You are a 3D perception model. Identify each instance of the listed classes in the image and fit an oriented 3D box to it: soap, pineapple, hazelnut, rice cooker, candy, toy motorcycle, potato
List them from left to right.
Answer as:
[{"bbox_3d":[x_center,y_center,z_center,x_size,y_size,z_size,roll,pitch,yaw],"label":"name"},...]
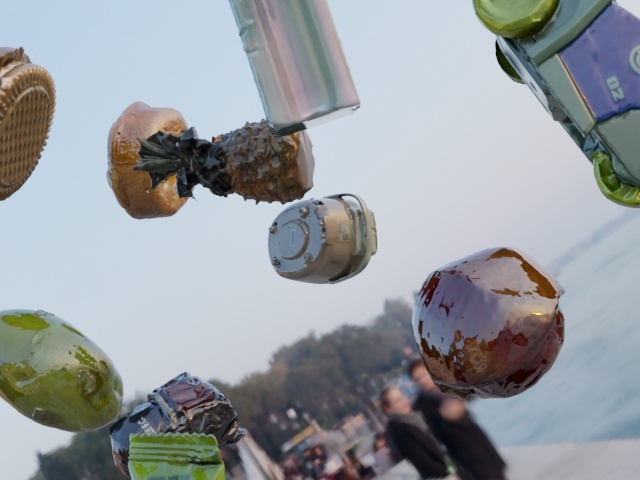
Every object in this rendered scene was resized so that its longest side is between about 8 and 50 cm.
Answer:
[{"bbox_3d":[-0.403,0.191,1.472,0.148,0.253,0.186,-60,-9,-3],"label":"potato"},{"bbox_3d":[-0.141,0.328,1.070,0.149,0.246,0.069,-12,-4,30],"label":"candy"},{"bbox_3d":[-0.136,-0.110,1.403,0.248,0.128,0.128,-1,-3,12],"label":"pineapple"},{"bbox_3d":[-0.061,-0.306,1.197,0.115,0.347,0.208,-19,3,-2],"label":"soap"},{"bbox_3d":[0.000,0.000,1.609,0.127,0.145,0.206,1,-11,-35],"label":"rice cooker"},{"bbox_3d":[0.189,0.089,1.062,0.170,0.161,0.201,-27,-20,28],"label":"hazelnut"},{"bbox_3d":[0.332,-0.207,1.133,0.200,0.326,0.191,-37,-20,9],"label":"toy motorcycle"}]

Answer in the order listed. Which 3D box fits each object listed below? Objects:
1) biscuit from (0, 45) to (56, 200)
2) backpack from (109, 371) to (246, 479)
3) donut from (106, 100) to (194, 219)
[{"bbox_3d":[-0.516,-0.189,1.609,0.259,0.079,0.259,21,-90,-84],"label":"biscuit"},{"bbox_3d":[-0.198,0.247,1.308,0.165,0.106,0.120,-25,26,-32],"label":"backpack"},{"bbox_3d":[-0.319,-0.148,1.866,0.113,0.227,0.226,2,2,17],"label":"donut"}]
